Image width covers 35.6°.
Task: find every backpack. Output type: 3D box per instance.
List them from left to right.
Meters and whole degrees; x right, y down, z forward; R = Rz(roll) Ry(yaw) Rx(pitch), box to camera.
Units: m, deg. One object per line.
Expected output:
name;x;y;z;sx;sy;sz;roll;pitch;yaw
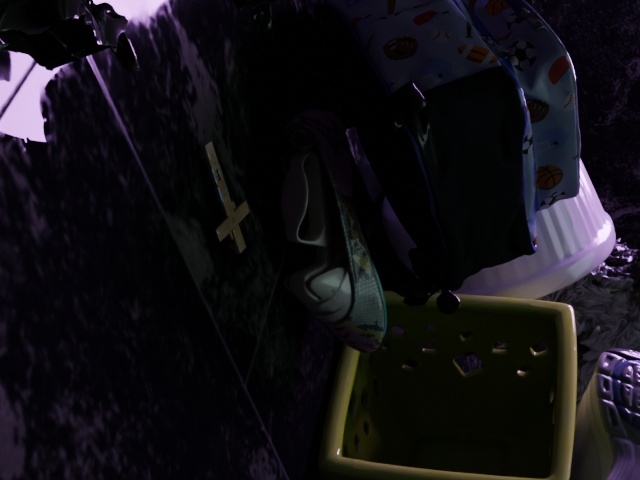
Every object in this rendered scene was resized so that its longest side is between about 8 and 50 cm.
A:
backpack;0.106;-0.123;0.907;0.263;0.213;0.277;57;-13;39

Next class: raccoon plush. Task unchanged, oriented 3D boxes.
raccoon plush;0.340;0.061;1.315;0.299;0.446;0.216;-114;-172;-69

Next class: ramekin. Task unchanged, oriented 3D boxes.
ramekin;0.194;-0.027;1.159;0.273;0.272;0.127;-52;126;-63

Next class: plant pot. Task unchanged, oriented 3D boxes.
plant pot;0.135;0.203;1.006;0.207;0.228;0.227;81;18;-45

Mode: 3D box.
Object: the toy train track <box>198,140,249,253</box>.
toy train track;-0.072;-0.029;0.704;0.048;0.014;0.083;-51;131;-54

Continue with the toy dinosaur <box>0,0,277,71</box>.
toy dinosaur;-0.088;-0.206;0.461;0.322;0.164;0.219;-10;83;-66

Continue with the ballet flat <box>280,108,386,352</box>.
ballet flat;0.000;0.000;0.852;0.079;0.076;0.222;-25;109;-51

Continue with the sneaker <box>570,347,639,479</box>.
sneaker;0.272;0.246;0.912;0.129;0.111;0.297;106;5;-49
